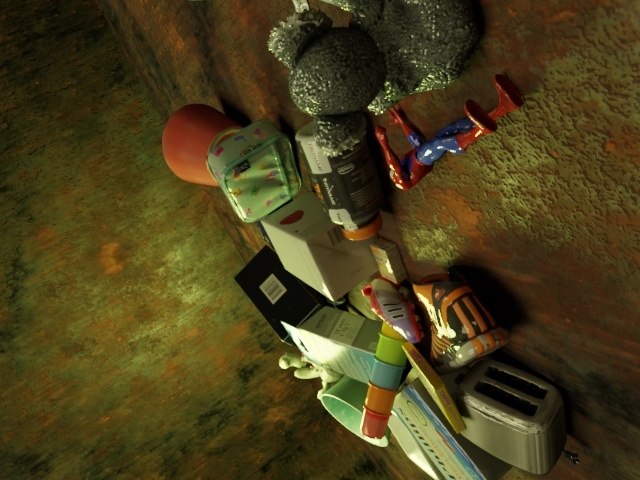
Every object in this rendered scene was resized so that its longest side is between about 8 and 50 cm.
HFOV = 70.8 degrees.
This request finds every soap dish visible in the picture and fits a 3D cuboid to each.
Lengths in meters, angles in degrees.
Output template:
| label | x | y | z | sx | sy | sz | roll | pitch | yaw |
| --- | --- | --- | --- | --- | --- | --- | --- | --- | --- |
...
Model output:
| label | x | y | z | sx | sy | sz | roll | pitch | yaw |
| --- | --- | --- | --- | --- | --- | --- | --- | --- | --- |
| soap dish | 0.321 | 0.619 | 1.485 | 0.290 | 0.118 | 0.229 | 60 | 162 | -9 |

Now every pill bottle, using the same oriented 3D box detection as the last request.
| label | x | y | z | sx | sy | sz | roll | pitch | yaw |
| --- | --- | --- | --- | --- | --- | --- | --- | --- | --- |
| pill bottle | 0.051 | -0.121 | 0.903 | 0.130 | 0.131 | 0.245 | 30 | 148 | 56 |

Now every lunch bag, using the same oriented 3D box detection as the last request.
| label | x | y | z | sx | sy | sz | roll | pitch | yaw |
| --- | --- | --- | --- | --- | --- | --- | --- | --- | --- |
| lunch bag | -0.168 | -0.186 | 1.236 | 0.107 | 0.224 | 0.279 | 53 | 168 | 27 |

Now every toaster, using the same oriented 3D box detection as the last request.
| label | x | y | z | sx | sy | sz | roll | pitch | yaw |
| --- | --- | --- | --- | --- | --- | --- | --- | --- | --- |
| toaster | 0.359 | 0.326 | 0.843 | 0.227 | 0.129 | 0.146 | 18 | 137 | 45 |

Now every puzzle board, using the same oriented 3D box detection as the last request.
| label | x | y | z | sx | sy | sz | roll | pitch | yaw |
| --- | --- | --- | --- | --- | --- | --- | --- | --- | --- |
| puzzle board | 0.141 | 0.282 | 1.560 | 0.128 | 0.011 | 0.096 | 34 | 153 | 52 |

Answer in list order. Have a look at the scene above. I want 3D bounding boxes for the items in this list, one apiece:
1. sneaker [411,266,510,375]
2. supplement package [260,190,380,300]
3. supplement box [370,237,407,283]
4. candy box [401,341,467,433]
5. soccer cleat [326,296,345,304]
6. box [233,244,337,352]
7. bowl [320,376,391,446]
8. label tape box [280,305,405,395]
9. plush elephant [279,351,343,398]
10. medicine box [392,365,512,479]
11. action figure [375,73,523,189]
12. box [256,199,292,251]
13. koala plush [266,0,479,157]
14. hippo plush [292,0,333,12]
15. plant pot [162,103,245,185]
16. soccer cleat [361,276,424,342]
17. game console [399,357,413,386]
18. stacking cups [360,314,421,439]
| label | x | y | z | sx | sy | sz | roll | pitch | yaw |
| --- | --- | --- | --- | --- | --- | --- | --- | --- | --- |
| sneaker | 0.257 | 0.154 | 0.890 | 0.321 | 0.125 | 0.180 | 90 | 157 | -64 |
| supplement package | 0.000 | 0.000 | 1.169 | 0.293 | 0.178 | 0.175 | 23 | 143 | 60 |
| supplement box | 0.160 | 0.048 | 1.058 | 0.062 | 0.036 | 0.098 | 26 | 144 | 58 |
| candy box | 0.226 | 0.289 | 0.917 | 0.105 | 0.027 | 0.206 | 59 | 180 | -12 |
| soccer cleat | 0.024 | 0.132 | 1.539 | 0.076 | 0.068 | 0.196 | -13 | 108 | 50 |
| box | -0.096 | 0.231 | 1.663 | 0.343 | 0.179 | 0.312 | 44 | -179 | 36 |
| bowl | 0.172 | 0.646 | 1.781 | 0.312 | 0.163 | 0.311 | 30 | 150 | 20 |
| label tape box | 0.079 | 0.322 | 1.389 | 0.348 | 0.115 | 0.249 | 13 | 145 | 34 |
| plush elephant | 0.008 | 0.504 | 1.903 | 0.330 | 0.271 | 0.255 | 30 | 179 | -8 |
| medicine box | 0.328 | 0.451 | 1.125 | 0.263 | 0.149 | 0.289 | 50 | 160 | 21 |
| action figure | 0.144 | -0.162 | 0.655 | 0.139 | 0.091 | 0.280 | 50 | 161 | 2 |
| box | -0.161 | -0.080 | 1.596 | 0.184 | 0.103 | 0.261 | 44 | 159 | 43 |
| koala plush | 0.052 | -0.228 | 0.562 | 0.203 | 0.221 | 0.196 | 28 | 146 | 57 |
| hippo plush | -0.166 | -0.469 | 0.701 | 0.234 | 0.237 | 0.294 | 31 | 149 | 54 |
| plant pot | -0.345 | -0.297 | 1.482 | 0.243 | 0.275 | 0.274 | 27 | 146 | 43 |
| soccer cleat | 0.163 | 0.161 | 1.033 | 0.248 | 0.095 | 0.083 | -106 | -6 | -64 |
| game console | 0.207 | 0.342 | 1.241 | 0.085 | 0.144 | 0.124 | 35 | 123 | 17 |
| stacking cups | 0.171 | 0.331 | 1.124 | 0.096 | 0.096 | 0.315 | 16 | 94 | 65 |
